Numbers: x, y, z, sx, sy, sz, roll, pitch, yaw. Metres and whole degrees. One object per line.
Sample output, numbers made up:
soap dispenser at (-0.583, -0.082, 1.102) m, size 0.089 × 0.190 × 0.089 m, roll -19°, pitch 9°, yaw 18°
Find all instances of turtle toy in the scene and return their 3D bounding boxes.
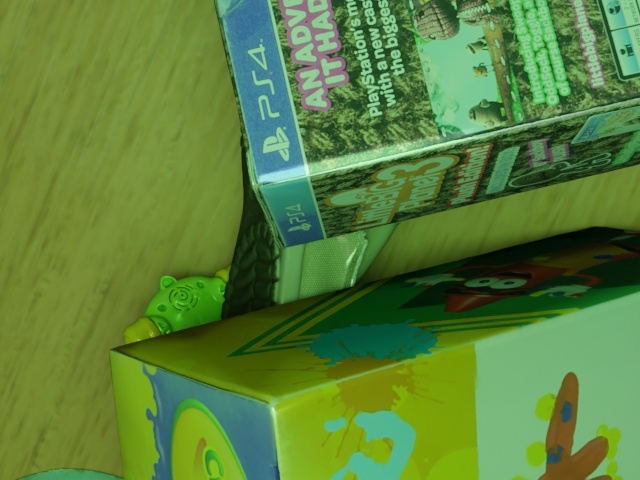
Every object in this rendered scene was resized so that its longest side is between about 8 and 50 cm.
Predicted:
turtle toy at (-0.074, 0.080, 0.893) m, size 0.095 × 0.066 × 0.130 m, roll -31°, pitch 99°, yaw -24°

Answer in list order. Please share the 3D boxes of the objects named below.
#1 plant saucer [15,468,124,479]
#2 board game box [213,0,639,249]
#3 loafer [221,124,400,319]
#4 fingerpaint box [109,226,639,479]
plant saucer at (-0.172, 0.256, 0.948) m, size 0.195 × 0.037 × 0.195 m, roll 0°, pitch 102°, yaw 2°
board game box at (0.087, -0.149, 0.736) m, size 0.291 × 0.141 × 0.232 m, roll -12°, pitch 77°, yaw 1°
loafer at (0.000, 0.000, 0.839) m, size 0.092 × 0.102 × 0.269 m, roll 6°, pitch 86°, yaw -23°
fingerpaint box at (0.096, 0.243, 0.788) m, size 0.371 × 0.163 × 0.445 m, roll -13°, pitch 104°, yaw -35°
